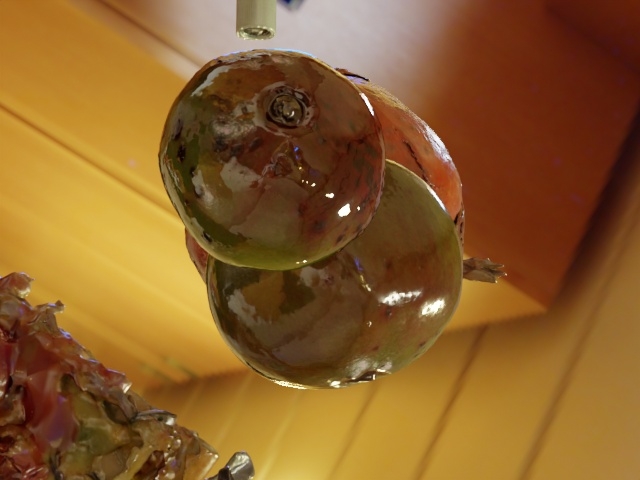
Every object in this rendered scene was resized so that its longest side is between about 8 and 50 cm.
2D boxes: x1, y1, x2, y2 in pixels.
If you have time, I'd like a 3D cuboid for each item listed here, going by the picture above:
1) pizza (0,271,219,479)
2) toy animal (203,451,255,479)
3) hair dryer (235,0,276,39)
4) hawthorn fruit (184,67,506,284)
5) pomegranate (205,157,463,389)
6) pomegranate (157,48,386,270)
[{"bbox_3d":[-0.178,0.102,0.986,0.201,0.193,0.053,-31,160,5],"label":"pizza"},{"bbox_3d":[-0.145,0.270,1.683,0.202,0.070,0.105,-28,-158,-8],"label":"toy animal"},{"bbox_3d":[-0.083,-0.298,1.730,0.183,0.044,0.155,44,43,-69],"label":"hair dryer"},{"bbox_3d":[0.035,-0.020,1.718,0.276,0.307,0.276,-51,159,-29],"label":"hawthorn fruit"},{"bbox_3d":[0.000,0.000,1.220,0.180,0.180,0.210,-40,-118,44],"label":"pomegranate"},{"bbox_3d":[-0.020,-0.036,1.004,0.129,0.159,0.129,-9,-118,17],"label":"pomegranate"}]
